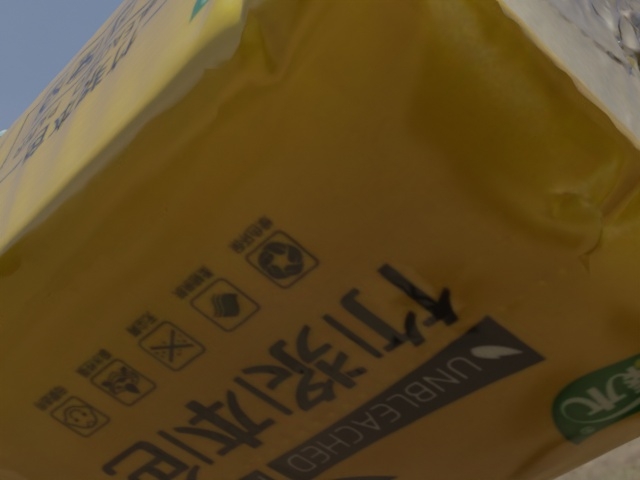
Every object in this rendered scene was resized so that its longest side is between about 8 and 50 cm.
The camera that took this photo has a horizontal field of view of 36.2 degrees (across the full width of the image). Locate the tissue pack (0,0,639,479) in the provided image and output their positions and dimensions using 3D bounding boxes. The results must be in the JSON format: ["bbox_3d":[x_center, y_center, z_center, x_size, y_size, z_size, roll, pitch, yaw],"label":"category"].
[{"bbox_3d":[0.000,0.000,0.499,0.293,0.228,0.382,37,-56,-24],"label":"tissue pack"}]

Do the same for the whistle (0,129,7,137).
[{"bbox_3d":[-0.107,-0.083,0.760,0.312,0.062,0.062,-5,-9,18],"label":"whistle"}]
